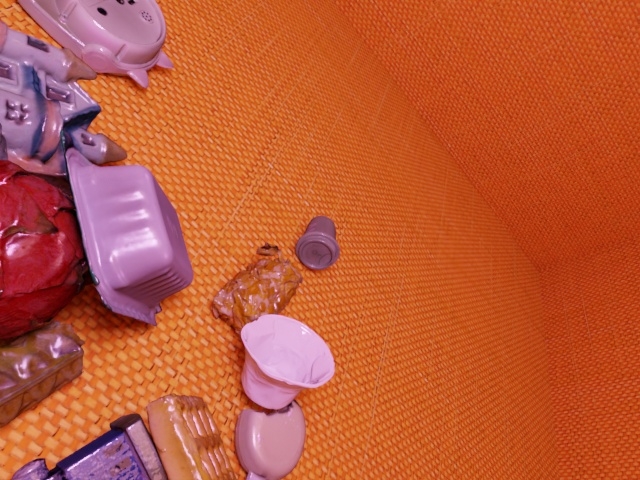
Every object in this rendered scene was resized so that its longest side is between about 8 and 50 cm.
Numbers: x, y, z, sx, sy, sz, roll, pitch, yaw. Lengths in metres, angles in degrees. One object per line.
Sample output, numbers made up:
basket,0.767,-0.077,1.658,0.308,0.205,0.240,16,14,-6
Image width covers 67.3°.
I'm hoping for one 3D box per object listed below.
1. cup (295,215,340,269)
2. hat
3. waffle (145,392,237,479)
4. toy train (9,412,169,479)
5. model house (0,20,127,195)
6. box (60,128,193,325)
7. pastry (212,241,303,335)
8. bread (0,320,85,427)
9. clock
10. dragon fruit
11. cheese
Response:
cup,0.000,0.000,1.324,0.120,0.120,0.141,46,31,-20
hat,-0.084,0.260,0.976,0.203,0.126,0.203,22,25,-11
waffle,-0.190,0.359,0.769,0.055,0.248,0.221,-25,72,-10
toy train,-0.289,0.412,0.669,0.202,0.131,0.299,-27,93,-41
model house,-0.464,-0.204,0.828,0.325,0.194,0.267,9,60,-51
box,-0.295,-0.007,0.805,0.106,0.336,0.264,-17,78,-10
pastry,-0.136,0.105,1.093,0.154,0.102,0.250,56,38,-13
bread,-0.456,0.208,0.653,0.087,0.098,0.269,28,31,19
clock,-0.470,-0.501,1.072,0.324,0.109,0.265,46,39,-22
dragon fruit,-0.440,0.015,0.667,0.299,0.244,0.244,20,52,-58
cheese,-0.097,0.438,0.953,0.163,0.071,0.248,25,50,-39
